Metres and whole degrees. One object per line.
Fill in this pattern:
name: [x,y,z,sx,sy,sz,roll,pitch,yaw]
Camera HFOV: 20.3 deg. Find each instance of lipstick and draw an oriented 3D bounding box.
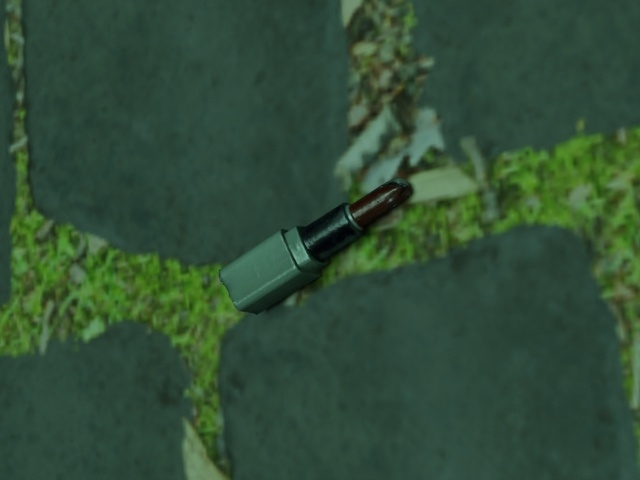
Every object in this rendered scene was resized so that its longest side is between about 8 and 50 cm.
lipstick: [0.000,0.000,0.880,0.107,0.025,0.025,-32,69,22]
